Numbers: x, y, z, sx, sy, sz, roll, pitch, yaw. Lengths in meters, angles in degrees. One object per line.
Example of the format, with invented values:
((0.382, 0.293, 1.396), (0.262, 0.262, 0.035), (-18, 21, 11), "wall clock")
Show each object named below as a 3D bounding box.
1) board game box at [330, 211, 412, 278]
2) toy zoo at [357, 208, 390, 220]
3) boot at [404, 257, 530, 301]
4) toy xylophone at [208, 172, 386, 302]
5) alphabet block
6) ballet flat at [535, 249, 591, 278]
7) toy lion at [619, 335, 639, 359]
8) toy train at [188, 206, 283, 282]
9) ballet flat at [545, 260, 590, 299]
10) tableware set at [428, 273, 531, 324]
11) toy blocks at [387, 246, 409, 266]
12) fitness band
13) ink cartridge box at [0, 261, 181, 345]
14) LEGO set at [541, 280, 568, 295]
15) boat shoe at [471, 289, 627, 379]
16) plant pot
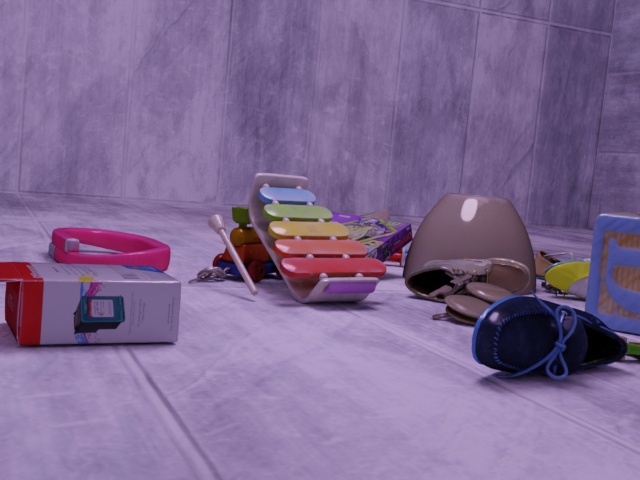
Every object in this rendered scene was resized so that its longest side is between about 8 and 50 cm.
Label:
((0.000, 0.000, 1.766), (0.346, 0.056, 0.208), (10, 36, 40), "board game box")
((0.002, -0.022, 2.015), (0.293, 0.030, 0.192), (-12, 4, 37), "toy zoo")
((0.274, 0.074, 1.511), (0.213, 0.077, 0.165), (2, 4, 20), "boot")
((-0.046, 0.004, 1.402), (0.236, 0.081, 0.323), (-5, 41, -39), "toy xylophone")
((0.570, 0.055, 1.383), (0.192, 0.194, 0.197), (10, 7, 30), "alphabet block")
((0.590, 0.067, 1.878), (0.080, 0.073, 0.232), (-1, 9, -45), "ballet flat")
((0.450, 0.152, 1.136), (0.100, 0.034, 0.096), (6, -1, 15), "toy lion")
((-0.150, 0.000, 1.509), (0.105, 0.143, 0.248), (8, 6, 33), "toy train")
((0.567, 0.090, 1.662), (0.231, 0.077, 0.077), (6, 46, -25), "ballet flat")
((0.262, 0.110, 1.345), (0.128, 0.039, 0.194), (21, 18, 26), "tableware set")
((0.166, 0.018, 1.962), (0.148, 0.054, 0.123), (5, 24, -3), "toy blocks")
((-0.410, 0.015, 1.584), (0.209, 0.054, 0.291), (2, 8, -29), "fitness band")
((-0.298, 0.073, 0.976), (0.231, 0.078, 0.134), (2, 6, -27), "ink cartridge box")
((0.490, 0.104, 1.712), (0.054, 0.023, 0.083), (4, 19, 8), "LEGO set")
((0.289, 0.113, 0.990), (0.258, 0.109, 0.089), (-3, 13, -42), "boat shoe")
((0.327, -0.002, 1.742), (0.284, 0.191, 0.284), (6, 6, -1), "plant pot")
